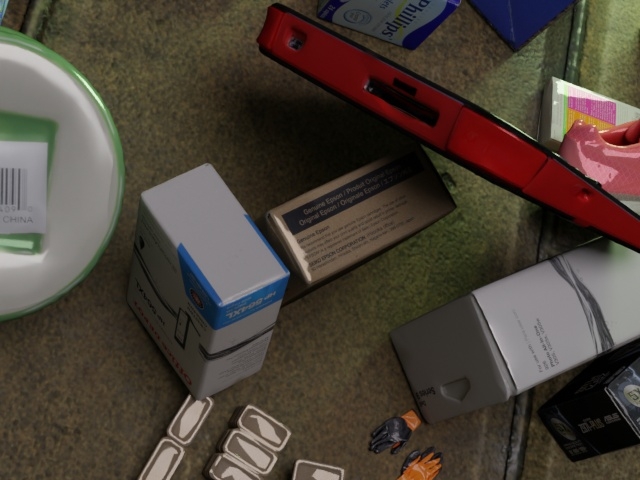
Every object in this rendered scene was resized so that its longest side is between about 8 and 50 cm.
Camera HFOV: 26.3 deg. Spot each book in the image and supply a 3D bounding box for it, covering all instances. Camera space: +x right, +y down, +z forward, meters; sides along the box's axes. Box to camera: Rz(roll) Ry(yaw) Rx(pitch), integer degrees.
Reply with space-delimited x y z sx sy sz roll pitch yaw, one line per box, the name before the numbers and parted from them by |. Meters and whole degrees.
book | 0.349 -0.143 1.750 0.144 0.035 0.096 18 65 -18

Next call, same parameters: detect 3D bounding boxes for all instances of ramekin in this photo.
ramekin | -0.332 -0.062 1.308 0.303 0.148 0.303 -2 96 -21

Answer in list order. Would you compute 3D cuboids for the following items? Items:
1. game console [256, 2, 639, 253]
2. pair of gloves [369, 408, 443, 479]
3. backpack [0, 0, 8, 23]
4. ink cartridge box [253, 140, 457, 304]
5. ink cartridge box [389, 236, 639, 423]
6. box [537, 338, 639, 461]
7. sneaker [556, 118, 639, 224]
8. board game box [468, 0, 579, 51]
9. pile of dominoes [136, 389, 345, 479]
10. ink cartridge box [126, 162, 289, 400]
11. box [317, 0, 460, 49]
game console | 0.141 -0.118 1.426 0.342 0.386 0.060 19 102 -49
pair of gloves | 0.097 0.236 1.530 0.074 0.010 0.083 -31 86 -28
backpack | -0.409 -0.272 1.418 0.173 0.117 0.158 19 68 -16
ink cartridge box | 0.000 0.000 1.437 0.193 0.234 0.088 -28 87 -29
ink cartridge box | 0.254 0.087 1.531 0.289 0.211 0.122 -20 83 -27
box | 0.365 0.167 1.590 0.180 0.147 0.077 -35 89 -28
sneaker | 0.424 -0.083 1.684 0.313 0.116 0.136 2 109 -22
board game box | 0.334 -0.411 1.716 0.141 0.232 0.291 47 61 -3
pile of dominoes | -0.110 0.295 1.421 0.196 0.040 0.251 34 71 -10
ink cartridge box | -0.117 0.046 1.372 0.086 0.203 0.148 -27 66 -27
box | 0.084 -0.302 1.632 0.137 0.126 0.072 15 67 -18
